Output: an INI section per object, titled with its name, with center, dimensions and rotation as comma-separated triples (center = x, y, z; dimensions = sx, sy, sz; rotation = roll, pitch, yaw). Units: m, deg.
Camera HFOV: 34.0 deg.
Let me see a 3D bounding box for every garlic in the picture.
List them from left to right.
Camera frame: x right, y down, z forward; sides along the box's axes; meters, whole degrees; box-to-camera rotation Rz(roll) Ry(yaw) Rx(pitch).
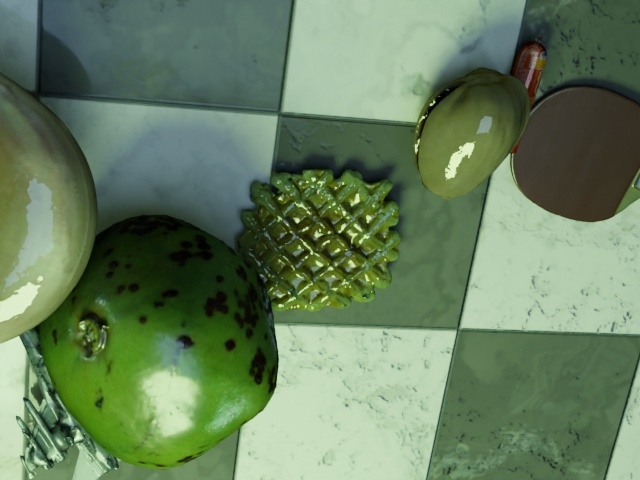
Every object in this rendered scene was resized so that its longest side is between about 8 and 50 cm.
[garlic]
center = -0.348, 0.015, 0.951
dimensions = 0.340, 0.231, 0.246
rotation = -58, 148, -12

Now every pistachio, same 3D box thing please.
[pistachio]
center = 0.155, -0.113, 1.106
dimensions = 0.113, 0.113, 0.149
rotation = 16, 121, -18

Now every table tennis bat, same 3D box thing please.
[table tennis bat]
center = 0.344, -0.084, 1.202
dimensions = 0.274, 0.021, 0.154
rotation = 18, 109, -17

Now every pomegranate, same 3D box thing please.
[pomegranate]
center = -0.153, 0.104, 1.071
dimensions = 0.254, 0.254, 0.270
rotation = -42, 155, 8

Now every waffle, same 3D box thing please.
[waffle]
center = 0.000, 0.000, 1.159
dimensions = 0.183, 0.036, 0.169
rotation = -4, 113, -10

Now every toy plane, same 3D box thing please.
[toy plane]
center = -0.276, 0.178, 1.157
dimensions = 0.160, 0.082, 0.234
rotation = -35, 120, -25

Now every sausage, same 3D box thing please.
[sausage]
center = 0.217, -0.159, 1.134
dimensions = 0.034, 0.034, 0.129
rotation = 10, 111, -16
